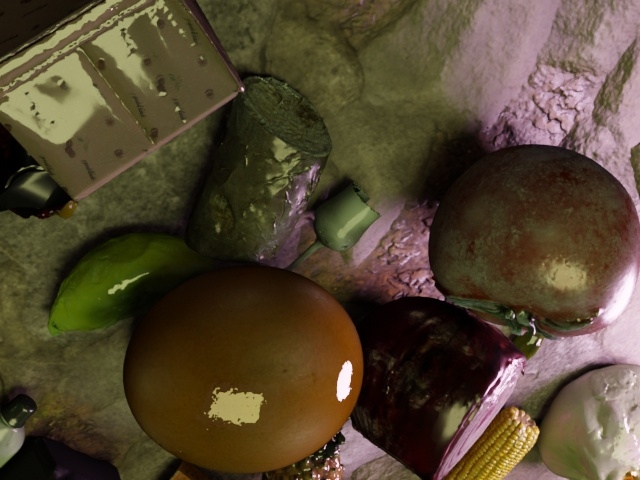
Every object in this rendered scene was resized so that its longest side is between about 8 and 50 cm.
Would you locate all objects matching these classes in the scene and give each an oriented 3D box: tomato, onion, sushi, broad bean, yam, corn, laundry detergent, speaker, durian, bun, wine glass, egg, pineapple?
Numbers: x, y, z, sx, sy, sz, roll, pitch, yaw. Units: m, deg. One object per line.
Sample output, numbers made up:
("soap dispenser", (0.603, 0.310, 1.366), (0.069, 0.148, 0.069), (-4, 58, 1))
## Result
("tomato", (0.319, 0.009, 1.521), (0.317, 0.317, 0.282), (33, 71, -38))
("onion", (0.160, 0.226, 1.659), (0.281, 0.260, 0.337), (-59, 162, 3))
("sushi", (-0.354, -0.099, 1.254), (0.153, 0.150, 0.172), (-27, 132, -1))
("broad bean", (0.375, 0.179, 1.856), (0.060, 0.043, 0.297), (19, 118, -23))
("yam", (-0.081, -0.084, 1.392), (0.154, 0.154, 0.254), (8, 121, -28))
("corn", (0.324, 0.429, 1.996), (0.093, 0.093, 0.244), (22, 115, -34))
("laundry detergent", (-0.520, 0.316, 1.563), (0.226, 0.070, 0.099), (-42, 124, 13))
("speaker", (-0.469, 0.483, 1.640), (0.388, 0.184, 0.180), (-44, 130, 15))
("durian", (-0.273, 0.063, 1.448), (0.250, 0.101, 0.139), (-22, 134, -12))
("bun", (0.583, 0.393, 2.019), (0.293, 0.187, 0.293), (-11, 127, -15))
("wine glass", (0.000, 0.000, 1.531), (0.195, 0.079, 0.079), (-42, 130, 13))
("egg", (-0.102, 0.175, 1.398), (0.351, 0.282, 0.282), (-4, 130, -47))
("pineapple", (-0.010, 0.364, 1.770), (0.158, 0.158, 0.278), (6, 120, -27))

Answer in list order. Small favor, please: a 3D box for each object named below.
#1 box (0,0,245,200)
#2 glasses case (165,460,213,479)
("box", (-0.253, -0.233, 1.100), (0.225, 0.297, 0.190), (-32, 135, 3))
("glasses case", (-0.177, 0.478, 1.775), (0.218, 0.049, 0.075), (38, 109, -3))
